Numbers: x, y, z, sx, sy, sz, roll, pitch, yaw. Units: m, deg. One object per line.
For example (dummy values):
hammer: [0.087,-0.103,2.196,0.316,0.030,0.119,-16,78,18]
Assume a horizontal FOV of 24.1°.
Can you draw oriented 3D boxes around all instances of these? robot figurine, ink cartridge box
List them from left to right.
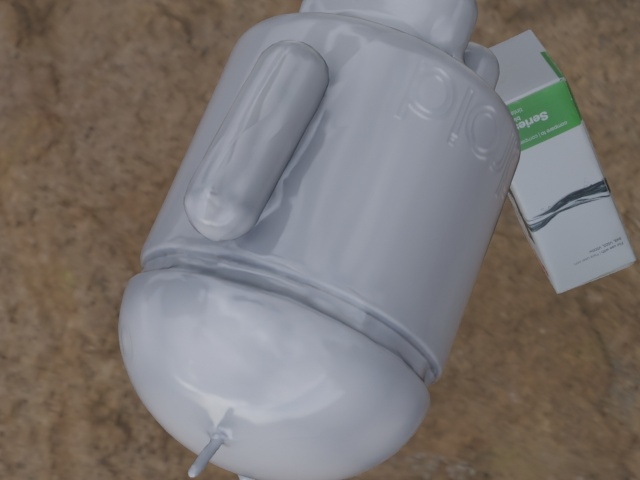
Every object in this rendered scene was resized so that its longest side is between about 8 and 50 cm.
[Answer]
robot figurine: [0.000,0.000,0.938,0.199,0.300,0.354,12,69,28]
ink cartridge box: [0.215,-0.075,1.438,0.086,0.208,0.153,-24,25,5]
